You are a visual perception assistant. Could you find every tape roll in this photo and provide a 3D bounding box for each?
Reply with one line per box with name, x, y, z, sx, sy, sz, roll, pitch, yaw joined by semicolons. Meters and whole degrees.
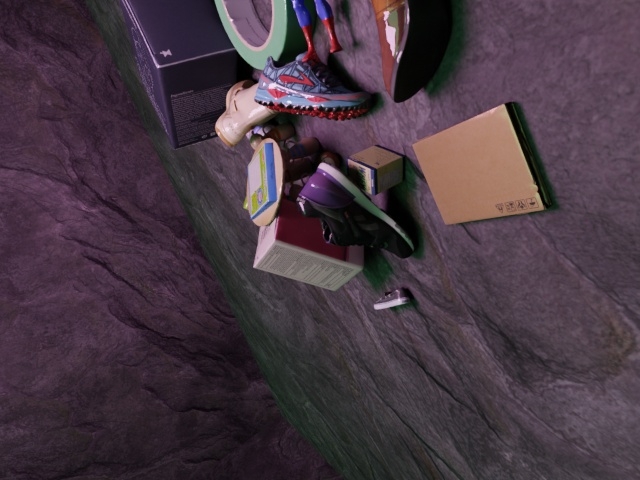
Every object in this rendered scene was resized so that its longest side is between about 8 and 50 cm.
tape roll;-0.134;-0.541;0.878;0.321;0.077;0.321;44;150;33

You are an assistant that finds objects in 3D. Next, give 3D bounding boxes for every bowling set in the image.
bowling set;-0.062;-0.177;1.023;0.287;0.154;0.200;64;155;-6

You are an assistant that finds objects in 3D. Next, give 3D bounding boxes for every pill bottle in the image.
pill bottle;-0.168;-0.308;1.175;0.137;0.078;0.078;45;150;30

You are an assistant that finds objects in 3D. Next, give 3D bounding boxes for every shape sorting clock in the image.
shape sorting clock;-0.130;-0.136;0.973;0.206;0.040;0.206;-8;81;62

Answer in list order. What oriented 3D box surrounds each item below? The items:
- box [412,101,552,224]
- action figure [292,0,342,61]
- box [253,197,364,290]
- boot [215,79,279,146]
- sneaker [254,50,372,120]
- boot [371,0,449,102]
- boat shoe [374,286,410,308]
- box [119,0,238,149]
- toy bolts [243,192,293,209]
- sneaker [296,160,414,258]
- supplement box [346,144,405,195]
box;0.249;-0.112;0.666;0.201;0.021;0.164;-10;107;64
action figure;-0.046;-0.451;0.682;0.091;0.139;0.280;-8;112;25
box;-0.027;0.016;1.013;0.148;0.232;0.126;-46;32;50
boot;-0.150;-0.367;1.042;0.203;0.262;0.095;-24;126;28
sneaker;-0.018;-0.315;0.819;0.262;0.104;0.125;16;102;22
boot;0.072;-0.386;0.640;0.280;0.096;0.264;51;166;34
boat shoe;0.178;0.147;1.040;0.142;0.049;0.040;146;114;-63
box;-0.396;-0.505;1.182;0.293;0.212;0.395;63;161;9
toy bolts;-0.099;-0.130;1.223;0.228;0.158;0.218;39;108;58
sneaker;0.069;-0.028;0.861;0.283;0.124;0.107;38;177;-22
supplement box;0.110;-0.142;0.820;0.083;0.083;0.056;35;144;43
